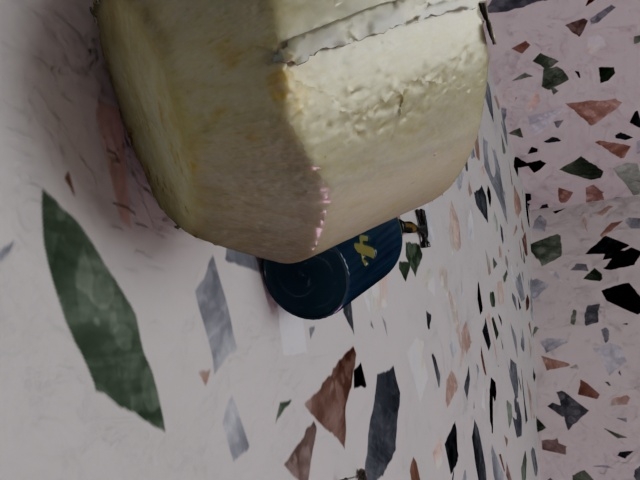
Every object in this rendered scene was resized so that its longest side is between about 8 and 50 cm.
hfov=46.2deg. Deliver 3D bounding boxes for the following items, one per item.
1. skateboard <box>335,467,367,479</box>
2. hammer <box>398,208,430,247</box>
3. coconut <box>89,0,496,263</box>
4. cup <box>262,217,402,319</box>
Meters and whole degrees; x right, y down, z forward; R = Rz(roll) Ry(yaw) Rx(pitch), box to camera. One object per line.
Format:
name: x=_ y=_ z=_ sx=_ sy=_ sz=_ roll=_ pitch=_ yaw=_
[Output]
skateboard: x=0.047 y=0.321 z=1.003 sx=0.083 sy=0.032 sz=0.064 roll=62 pitch=20 yaw=-44
hammer: x=0.175 y=-0.028 z=1.431 sx=0.201 sy=0.021 sz=0.078 roll=7 pitch=77 yaw=-68
coconut: x=-0.012 y=-0.143 z=0.623 sx=0.323 sy=0.323 sz=0.323 roll=-8 pitch=90 yaw=-68
cup: x=0.000 y=0.000 z=0.893 sx=0.176 sy=0.131 sz=0.155 roll=50 pitch=30 yaw=0
